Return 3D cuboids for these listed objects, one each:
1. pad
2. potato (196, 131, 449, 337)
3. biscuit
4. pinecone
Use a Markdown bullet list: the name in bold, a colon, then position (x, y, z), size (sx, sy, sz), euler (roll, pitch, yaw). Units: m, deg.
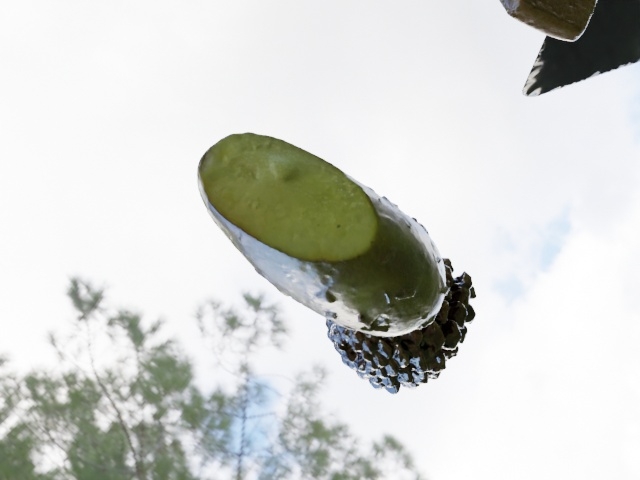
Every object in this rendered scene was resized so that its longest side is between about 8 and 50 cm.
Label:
- **pad**: position (0.461, -0.324, 1.449), size (0.375, 0.063, 0.315), euler (-19, -22, -11)
- **potato**: position (0.000, 0.000, 1.014), size (0.298, 0.176, 0.141), euler (29, -115, -17)
- **biscuit**: position (0.189, -0.299, 0.947), size (0.215, 0.034, 0.182), euler (40, -123, -11)
- **pinecone**: position (0.111, 0.103, 1.344), size (0.184, 0.179, 0.204), euler (42, -122, 5)
